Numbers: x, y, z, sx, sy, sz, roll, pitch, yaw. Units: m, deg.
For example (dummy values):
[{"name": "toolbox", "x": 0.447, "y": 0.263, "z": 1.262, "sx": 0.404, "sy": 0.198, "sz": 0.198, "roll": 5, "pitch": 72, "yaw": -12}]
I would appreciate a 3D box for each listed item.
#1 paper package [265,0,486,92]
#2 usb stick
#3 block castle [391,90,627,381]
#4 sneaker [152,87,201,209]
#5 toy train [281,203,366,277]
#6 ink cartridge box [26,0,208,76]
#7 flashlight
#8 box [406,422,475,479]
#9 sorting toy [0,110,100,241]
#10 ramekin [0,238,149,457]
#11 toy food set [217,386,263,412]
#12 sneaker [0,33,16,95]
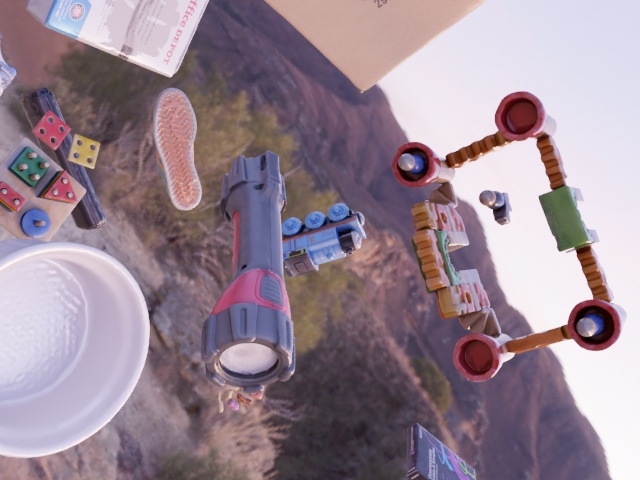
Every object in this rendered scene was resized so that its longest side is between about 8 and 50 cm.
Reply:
[{"name": "paper package", "x": 0.087, "y": -0.445, "z": 1.149, "sx": 0.309, "sy": 0.325, "sz": 0.168, "roll": 34, "pitch": 36, "yaw": -38}, {"name": "usb stick", "x": -0.476, "y": -0.146, "z": 1.384, "sx": 0.045, "sy": 0.077, "sz": 0.278, "roll": -40, "pitch": 121, "yaw": -43}, {"name": "block castle", "x": 0.324, "y": -0.002, "z": 1.322, "sx": 0.213, "sy": 0.303, "sz": 0.453, "roll": 0, "pitch": 71, "yaw": -59}, {"name": "sneaker", "x": -0.366, "y": -0.231, "z": 1.842, "sx": 0.121, "sy": 0.108, "sz": 0.302, "roll": -142, "pitch": -135, "yaw": -58}, {"name": "toy train", "x": 0.000, "y": 0.000, "z": 1.444, "sx": 0.080, "sy": 0.184, "sz": 0.105, "roll": 61, "pitch": 16, "yaw": -50}, {"name": "ink cartridge box", "x": -0.417, "y": -0.510, "z": 1.564, "sx": 0.307, "sy": 0.223, "sz": 0.129, "roll": 15, "pitch": 17, "yaw": -46}, {"name": "flashlight", "x": -0.084, "y": 0.028, "z": 0.872, "sx": 0.304, "sy": 0.103, "sz": 0.103, "roll": -98, "pitch": 179, "yaw": -47}, {"name": "box", "x": 0.218, "y": 0.417, "z": 1.336, "sx": 0.162, "sy": 0.029, "sz": 0.116, "roll": 39, "pitch": 28, "yaw": -16}, {"name": "sorting toy", "x": -0.445, "y": -0.079, "z": 1.177, "sx": 0.046, "sy": 0.274, "sz": 0.132, "roll": -1, "pitch": -39, "yaw": 46}, {"name": "ramekin", "x": -0.380, "y": 0.128, "z": 0.979, "sx": 0.135, "sy": 0.277, "sz": 0.277, "roll": 14, "pitch": -32, "yaw": 44}, {"name": "toy food set", "x": -0.191, "y": 0.372, "z": 1.791, "sx": 0.019, "sy": 0.122, "sz": 0.078, "roll": 29, "pitch": -55, "yaw": 59}, {"name": "sneaker", "x": -0.371, "y": -0.214, "z": 0.779, "sx": 0.058, "sy": 0.052, "sz": 0.135, "roll": -55, "pitch": 132, "yaw": -42}]
